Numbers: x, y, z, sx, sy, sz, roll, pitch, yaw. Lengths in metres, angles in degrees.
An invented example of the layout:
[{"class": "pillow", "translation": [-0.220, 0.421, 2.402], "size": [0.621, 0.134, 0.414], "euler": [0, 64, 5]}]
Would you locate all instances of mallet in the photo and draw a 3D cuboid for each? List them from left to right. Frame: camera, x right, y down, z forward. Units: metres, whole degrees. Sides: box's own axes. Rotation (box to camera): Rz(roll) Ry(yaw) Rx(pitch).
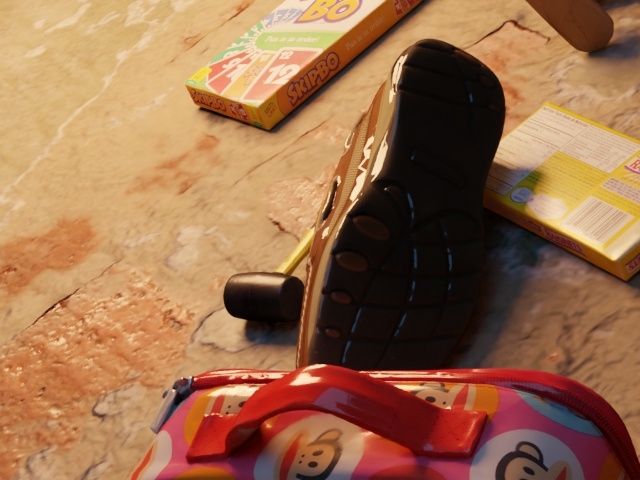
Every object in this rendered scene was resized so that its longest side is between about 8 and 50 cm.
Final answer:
[{"class": "mallet", "translation": [0.000, 0.000, 1.440], "size": [0.062, 0.039, 0.190], "euler": [9, 43, 43]}]

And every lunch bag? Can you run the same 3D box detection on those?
[{"class": "lunch bag", "translation": [0.037, 0.164, 0.971], "size": [0.293, 0.258, 0.120], "euler": [-2, 40, 33]}]

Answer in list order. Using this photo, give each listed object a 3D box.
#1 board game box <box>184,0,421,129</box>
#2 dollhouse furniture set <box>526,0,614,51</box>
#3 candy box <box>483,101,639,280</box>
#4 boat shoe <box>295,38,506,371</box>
[{"class": "board game box", "translation": [0.001, -0.205, 1.725], "size": [0.259, 0.039, 0.124], "euler": [-39, 35, -23]}, {"class": "dollhouse furniture set", "translation": [0.309, -0.280, 1.550], "size": [0.242, 0.161, 0.212], "euler": [-35, 25, 31]}, {"class": "candy box", "translation": [0.199, -0.041, 1.355], "size": [0.105, 0.027, 0.206], "euler": [-36, 34, -15]}, {"class": "boat shoe", "translation": [0.053, -0.002, 1.346], "size": [0.120, 0.122, 0.324], "euler": [-39, 23, 51]}]
